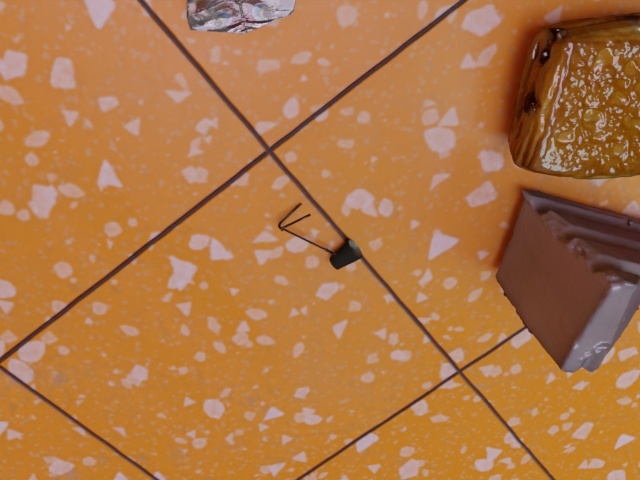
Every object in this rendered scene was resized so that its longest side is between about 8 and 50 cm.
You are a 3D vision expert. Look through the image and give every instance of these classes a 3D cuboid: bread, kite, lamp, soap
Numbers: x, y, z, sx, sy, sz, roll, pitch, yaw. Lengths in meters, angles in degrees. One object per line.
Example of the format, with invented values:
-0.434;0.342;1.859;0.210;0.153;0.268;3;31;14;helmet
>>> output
0.359;-0.185;0.892;0.234;0.099;0.211;-3;121;-15;bread
-0.109;-0.340;0.766;0.127;0.016;0.230;-17;121;-5;kite
0.001;0.001;0.963;0.054;0.041;0.121;-36;122;20;lamp
0.417;0.070;0.948;0.302;0.258;0.159;10;115;-16;soap
